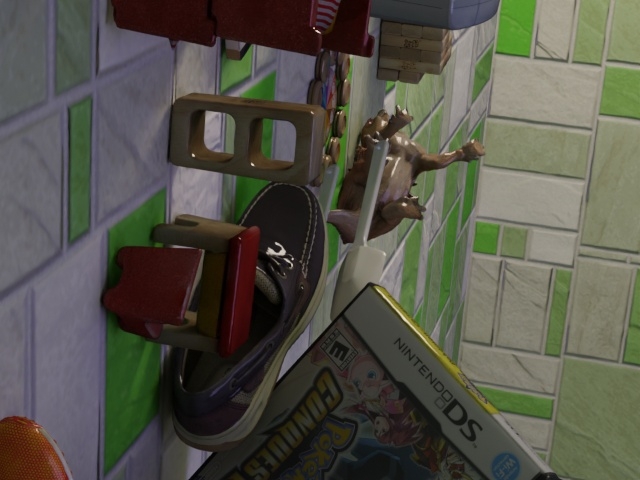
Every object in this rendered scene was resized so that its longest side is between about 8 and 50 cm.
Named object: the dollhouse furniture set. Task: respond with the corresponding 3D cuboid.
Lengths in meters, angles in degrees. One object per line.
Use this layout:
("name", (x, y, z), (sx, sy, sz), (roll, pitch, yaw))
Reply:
("dollhouse furniture set", (-0.059, -0.080, 1.037), (0.201, 0.152, 0.374), (-35, 133, -73))

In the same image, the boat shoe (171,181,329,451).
("boat shoe", (-0.062, 0.051, 1.244), (0.092, 0.103, 0.285), (89, 21, -56))

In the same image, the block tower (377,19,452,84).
("block tower", (0.140, -0.386, 1.859), (0.097, 0.091, 0.335), (-60, 156, -60))

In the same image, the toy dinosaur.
("toy dinosaur", (0.069, -0.062, 1.716), (0.200, 0.127, 0.295), (-39, -172, 49))

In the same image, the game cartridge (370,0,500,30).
("game cartridge", (0.100, -0.285, 1.509), (0.294, 0.196, 0.060), (-48, 144, -67))

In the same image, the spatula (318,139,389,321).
("spatula", (0.000, 0.000, 1.377), (0.019, 0.168, 0.242), (48, 38, -30))

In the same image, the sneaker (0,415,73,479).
("sneaker", (-0.191, 0.195, 0.855), (0.067, 0.064, 0.175), (-24, 119, -64))

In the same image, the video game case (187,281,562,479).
("video game case", (0.034, 0.217, 1.202), (0.275, 0.248, 0.035), (-48, 150, 10))

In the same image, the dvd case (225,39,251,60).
("dvd case", (-0.058, -0.293, 1.208), (0.164, 0.018, 0.221), (-66, 160, -53))

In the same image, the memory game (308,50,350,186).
("memory game", (0.010, -0.153, 1.621), (0.186, 0.012, 0.186), (8, 90, -77))
